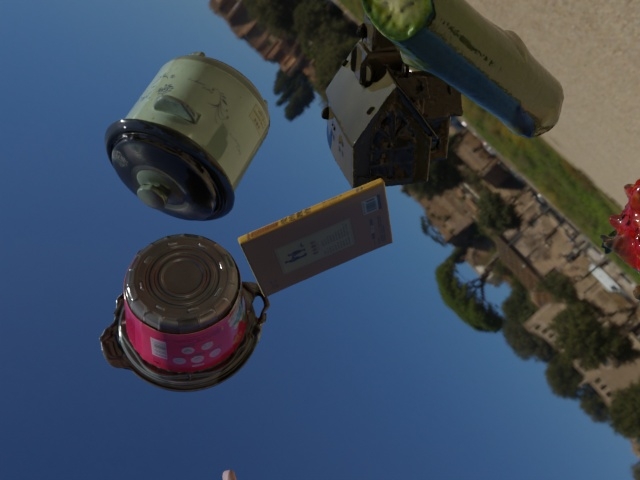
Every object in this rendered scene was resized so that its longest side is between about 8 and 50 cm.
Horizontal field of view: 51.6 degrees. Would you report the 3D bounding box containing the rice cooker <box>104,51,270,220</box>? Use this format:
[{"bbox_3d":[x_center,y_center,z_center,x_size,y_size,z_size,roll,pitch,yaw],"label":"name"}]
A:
[{"bbox_3d":[-0.250,-0.183,1.256,0.264,0.316,0.316,22,-164,6],"label":"rice cooker"}]

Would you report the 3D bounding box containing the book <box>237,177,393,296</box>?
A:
[{"bbox_3d":[0.000,0.000,0.760,0.118,0.172,0.012,75,171,-53],"label":"book"}]

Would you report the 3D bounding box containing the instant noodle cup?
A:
[{"bbox_3d":[-0.229,0.106,1.123,0.258,0.303,0.181,52,155,23],"label":"instant noodle cup"}]

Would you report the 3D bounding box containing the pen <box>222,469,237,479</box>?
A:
[{"bbox_3d":[-0.039,0.243,0.437,0.032,0.053,0.197,19,-144,-41],"label":"pen"}]

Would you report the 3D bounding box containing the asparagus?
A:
[{"bbox_3d":[0.126,-0.145,0.532,0.278,0.067,0.060,10,-143,-49],"label":"asparagus"}]

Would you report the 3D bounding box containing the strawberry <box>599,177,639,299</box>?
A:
[{"bbox_3d":[0.243,-0.001,0.374,0.085,0.140,0.192,33,-153,-29],"label":"strawberry"}]

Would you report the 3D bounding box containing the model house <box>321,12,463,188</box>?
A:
[{"bbox_3d":[0.117,-0.239,1.039,0.205,0.243,0.211,-8,-143,-8],"label":"model house"}]
